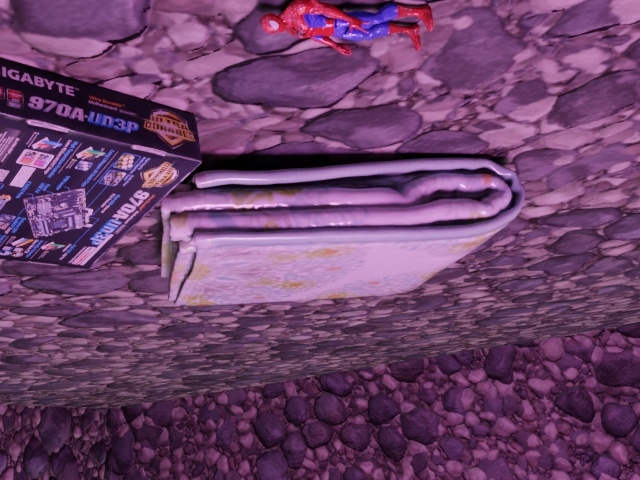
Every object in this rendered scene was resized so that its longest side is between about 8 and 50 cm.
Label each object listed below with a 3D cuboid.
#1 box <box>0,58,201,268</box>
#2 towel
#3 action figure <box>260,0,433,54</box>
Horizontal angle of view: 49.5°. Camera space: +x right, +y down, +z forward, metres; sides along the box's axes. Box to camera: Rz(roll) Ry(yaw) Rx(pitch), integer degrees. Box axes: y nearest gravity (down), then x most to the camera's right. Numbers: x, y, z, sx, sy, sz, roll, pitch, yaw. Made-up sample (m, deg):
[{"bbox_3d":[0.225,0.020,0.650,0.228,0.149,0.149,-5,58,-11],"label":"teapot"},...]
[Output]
[{"bbox_3d":[-0.233,-0.049,0.583,0.175,0.051,0.220,10,147,-41],"label":"box"},{"bbox_3d":[0.000,0.000,0.816,0.375,0.090,0.320,-2,165,-15],"label":"towel"},{"bbox_3d":[0.017,-0.144,0.466,0.115,0.030,0.038,0,166,-14],"label":"action figure"}]
